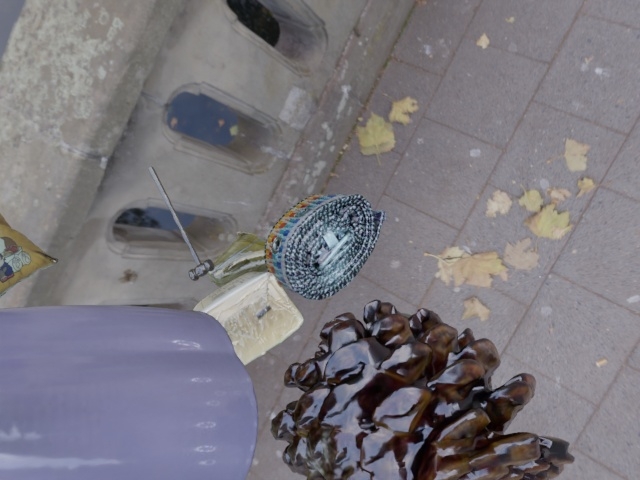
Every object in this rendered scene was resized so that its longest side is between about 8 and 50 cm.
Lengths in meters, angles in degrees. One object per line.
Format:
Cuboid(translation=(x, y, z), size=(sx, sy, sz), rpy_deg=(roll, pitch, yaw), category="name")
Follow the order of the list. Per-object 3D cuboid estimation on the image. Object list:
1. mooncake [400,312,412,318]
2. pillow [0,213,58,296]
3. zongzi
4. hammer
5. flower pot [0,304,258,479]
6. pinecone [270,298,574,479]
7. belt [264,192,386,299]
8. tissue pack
Cuboid(translation=(0.201, 0.333, 1.329), size=(0.135, 0.275, 0.274), rpy_deg=(9, 90, -3), category="mooncake")
Cuboid(translation=(-0.932, 0.032, 1.253), size=(0.312, 0.310, 0.119), rpy_deg=(45, 134, -5), category="pillow")
Cuboid(translation=(-0.210, 0.090, 1.542), size=(0.256, 0.228, 0.114), rpy_deg=(23, 139, 15), category="zongzi")
Cuboid(translation=(-0.333, -0.046, 1.097), size=(0.058, 0.029, 0.292), rpy_deg=(-30, 82, 9), category="hammer")
Cuboid(translation=(-0.235, 0.172, 0.425), size=(0.265, 0.243, 0.264), rpy_deg=(-16, 63, 35), category="flower pot")
Cuboid(translation=(0.095, 0.204, 0.530), size=(0.296, 0.242, 0.298), rpy_deg=(34, 135, 30), category="pinecone")
Cuboid(translation=(0.000, 0.000, 1.155), size=(0.295, 0.207, 0.161), rpy_deg=(-52, 25, -16), category="belt")
Cuboid(translation=(-0.147, 0.142, 0.895), size=(0.159, 0.234, 0.125), rpy_deg=(-33, 95, -16), category="tissue pack")
